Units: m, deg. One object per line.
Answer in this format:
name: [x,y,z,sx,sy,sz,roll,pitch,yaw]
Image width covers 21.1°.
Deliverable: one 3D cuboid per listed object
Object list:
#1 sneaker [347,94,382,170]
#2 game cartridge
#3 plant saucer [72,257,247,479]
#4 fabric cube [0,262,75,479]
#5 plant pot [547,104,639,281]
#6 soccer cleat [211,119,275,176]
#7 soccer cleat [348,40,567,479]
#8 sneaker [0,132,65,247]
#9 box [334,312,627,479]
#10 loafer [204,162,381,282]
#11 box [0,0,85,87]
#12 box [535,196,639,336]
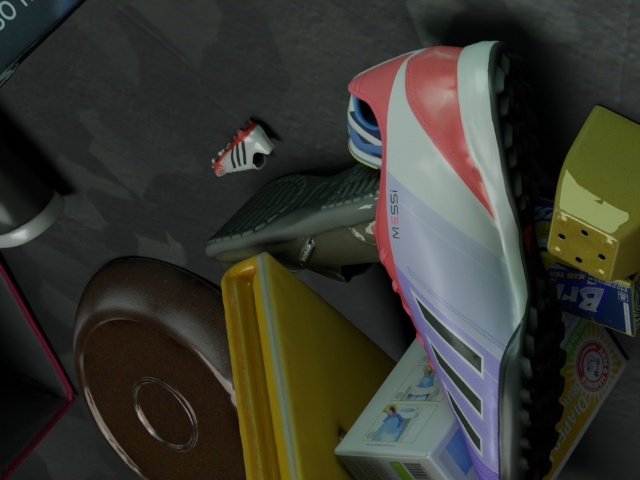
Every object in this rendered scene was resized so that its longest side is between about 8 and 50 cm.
sneaker: [0.077,-0.073,1.238,0.144,0.053,0.059,19,142,30]
game cartridge: [0.042,0.198,1.361,0.052,0.285,0.323,-26,139,19]
plant saucer: [-0.143,0.163,1.724,0.310,0.050,0.311,25,133,30]
fabric cube: [-0.486,0.153,1.948,0.258,0.259,0.254,17,144,34]
plant pot: [0.193,-0.022,1.144,0.081,0.083,0.081,28,147,19]
soccer cleat: [-0.064,-0.069,1.421,0.035,0.029,0.083,45,145,0]
soccer cleat: [0.096,0.026,1.177,0.116,0.108,0.318,-4,101,23]
sneaker: [-0.390,-0.065,1.719,0.295,0.104,0.147,-6,125,43]
box: [0.124,0.124,1.293,0.103,0.203,0.114,-5,129,49]
loafer: [0.000,0.000,1.375,0.251,0.094,0.087,-10,120,52]
box: [-0.293,-0.301,1.104,0.395,0.293,0.212,49,148,-16]
box: [0.164,0.008,1.246,0.169,0.054,0.059,20,144,31]
